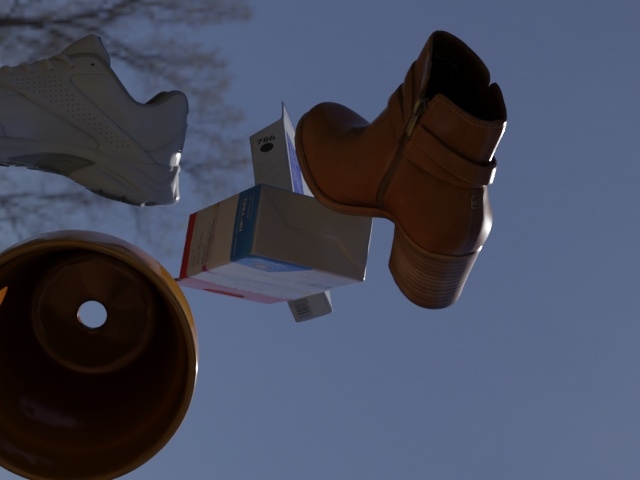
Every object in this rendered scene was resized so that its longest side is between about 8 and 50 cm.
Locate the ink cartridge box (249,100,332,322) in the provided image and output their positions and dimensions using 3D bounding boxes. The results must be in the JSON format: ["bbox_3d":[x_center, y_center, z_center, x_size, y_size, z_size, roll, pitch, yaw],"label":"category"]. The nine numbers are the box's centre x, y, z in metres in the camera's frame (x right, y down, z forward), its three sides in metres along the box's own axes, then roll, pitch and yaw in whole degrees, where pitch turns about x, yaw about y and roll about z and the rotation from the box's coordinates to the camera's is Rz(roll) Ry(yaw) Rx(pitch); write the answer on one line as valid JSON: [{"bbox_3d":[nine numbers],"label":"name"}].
[{"bbox_3d":[-0.047,-0.048,2.174,0.332,0.065,0.165,-96,167,-51],"label":"ink cartridge box"}]

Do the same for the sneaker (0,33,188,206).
[{"bbox_3d":[-0.206,-0.104,1.080,0.090,0.232,0.115,-168,-87,-72],"label":"sneaker"}]

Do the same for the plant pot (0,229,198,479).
[{"bbox_3d":[-0.203,0.082,1.243,0.188,0.205,0.205,-97,-175,-79],"label":"plant pot"}]

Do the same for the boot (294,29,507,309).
[{"bbox_3d":[0.071,-0.101,1.335,0.283,0.109,0.220,-118,-151,-42],"label":"boot"}]

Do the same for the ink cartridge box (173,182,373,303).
[{"bbox_3d":[-0.060,0.010,1.535,0.231,0.134,0.078,-17,-118,61],"label":"ink cartridge box"}]
